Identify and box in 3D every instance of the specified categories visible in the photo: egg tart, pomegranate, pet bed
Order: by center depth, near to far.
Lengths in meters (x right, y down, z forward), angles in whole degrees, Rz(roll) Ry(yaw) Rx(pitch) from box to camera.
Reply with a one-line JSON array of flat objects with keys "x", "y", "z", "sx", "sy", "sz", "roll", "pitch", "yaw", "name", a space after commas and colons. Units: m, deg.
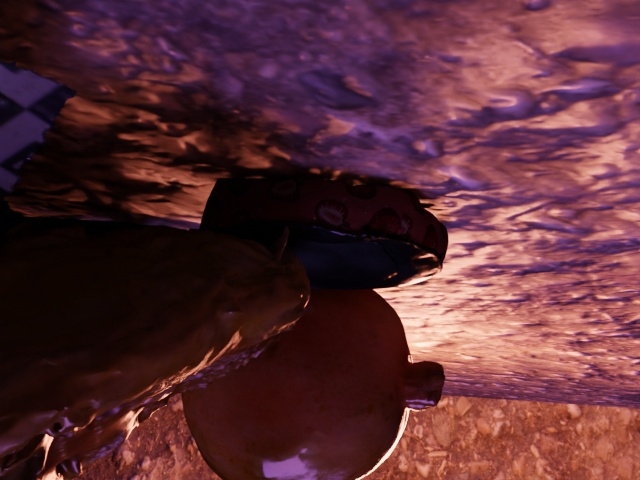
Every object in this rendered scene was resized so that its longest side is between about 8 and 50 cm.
[{"x": -0.161, "y": 0.081, "z": 0.542, "sx": 0.339, "sy": 0.153, "sz": 0.351, "roll": -36, "pitch": 178, "yaw": 11, "name": "egg tart"}, {"x": 0.000, "y": 0.000, "z": 0.641, "sx": 0.201, "sy": 0.053, "sz": 0.201, "roll": 5, "pitch": 167, "yaw": 1, "name": "pet bed"}, {"x": -0.005, "y": 0.146, "z": 0.870, "sx": 0.270, "sy": 0.229, "sz": 0.252, "roll": -4, "pitch": 165, "yaw": 12, "name": "pomegranate"}]

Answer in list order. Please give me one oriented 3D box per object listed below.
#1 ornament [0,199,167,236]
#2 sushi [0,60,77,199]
[{"x": -0.233, "y": 0.012, "z": 0.707, "sx": 0.260, "sy": 0.106, "sz": 0.251, "roll": 2, "pitch": 165, "yaw": -20, "name": "ornament"}, {"x": -0.324, "y": -0.075, "z": 0.413, "sx": 0.320, "sy": 0.068, "sz": 0.339, "roll": 22, "pitch": 144, "yaw": -27, "name": "sushi"}]
